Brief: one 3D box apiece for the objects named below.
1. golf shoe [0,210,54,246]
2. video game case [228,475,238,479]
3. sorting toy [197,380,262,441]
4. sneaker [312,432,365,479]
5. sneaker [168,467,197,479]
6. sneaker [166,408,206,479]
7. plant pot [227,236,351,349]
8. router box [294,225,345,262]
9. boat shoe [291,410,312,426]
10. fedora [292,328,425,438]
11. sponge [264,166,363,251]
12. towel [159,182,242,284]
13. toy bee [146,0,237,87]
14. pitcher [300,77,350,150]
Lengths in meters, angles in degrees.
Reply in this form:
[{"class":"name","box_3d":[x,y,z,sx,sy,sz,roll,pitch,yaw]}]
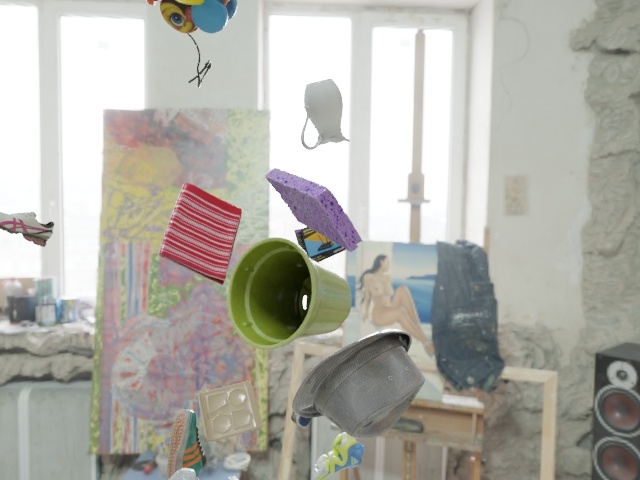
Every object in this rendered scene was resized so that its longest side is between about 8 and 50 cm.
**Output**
[{"class":"golf shoe","box_3d":[-0.844,-0.054,1.599,0.067,0.086,0.186,22,-7,43]},{"class":"video game case","box_3d":[-0.214,0.793,1.572,0.026,0.207,0.227,2,-2,-26]},{"class":"sorting toy","box_3d":[-0.334,0.627,2.092,0.208,0.038,0.193,-8,51,-18]},{"class":"sneaker","box_3d":[0.071,0.788,2.004,0.126,0.240,0.091,28,24,-12]},{"class":"sneaker","box_3d":[-0.368,0.838,1.674,0.210,0.366,0.137,12,9,-28]},{"class":"sneaker","box_3d":[-0.455,0.726,1.986,0.121,0.303,0.108,4,13,-34]},{"class":"plant pot","box_3d":[-0.056,0.150,1.487,0.275,0.276,0.253,4,-9,35]},{"class":"router box","box_3d":[0.000,0.000,2.000,0.178,0.133,0.046,-23,10,-41]},{"class":"boat shoe","box_3d":[-0.035,0.471,1.727,0.066,0.066,0.183,-4,43,49]},{"class":"fedora","box_3d":[0.094,0.287,1.073,0.275,0.244,0.124,-7,45,-44]},{"class":"sponge","box_3d":[-0.015,-0.058,0.972,0.031,0.117,0.210,-41,30,-11]},{"class":"towel","box_3d":[-0.326,-0.026,1.593,0.198,0.275,0.031,28,-45,-22]},{"class":"toy bee","box_3d":[-0.250,-0.463,1.104,0.162,0.298,0.195,28,16,-13]},{"class":"pitcher","box_3d":[-0.003,-0.399,1.812,0.177,0.207,0.125,-22,15,-35]}]
